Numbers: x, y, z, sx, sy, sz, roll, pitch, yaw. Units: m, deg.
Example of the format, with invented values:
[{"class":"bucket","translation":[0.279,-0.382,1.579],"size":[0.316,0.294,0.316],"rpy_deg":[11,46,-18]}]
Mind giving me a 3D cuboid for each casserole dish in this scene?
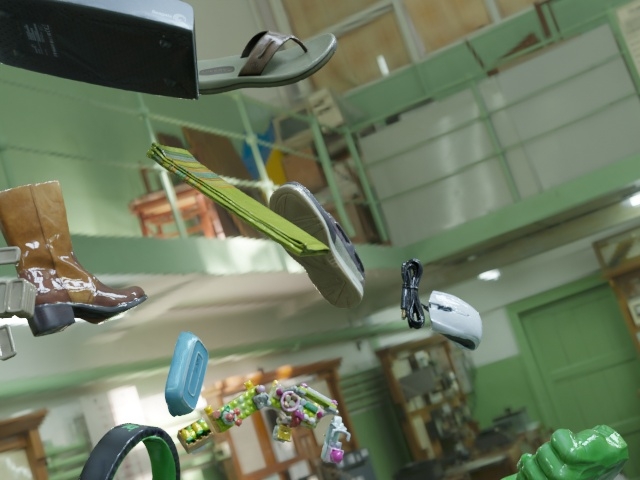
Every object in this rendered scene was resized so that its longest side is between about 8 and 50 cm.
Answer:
[{"class":"casserole dish","translation":[-0.276,0.279,1.969],"size":[0.037,0.188,0.114],"rpy_deg":[-1,-34,17]}]

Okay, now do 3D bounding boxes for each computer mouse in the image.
[{"class":"computer mouse","translation":[0.194,0.109,1.435],"size":[0.193,0.106,0.042],"rpy_deg":[29,-39,-35]}]

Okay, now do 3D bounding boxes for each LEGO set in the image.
[{"class":"LEGO set","translation":[-0.078,0.281,1.501],"size":[0.287,0.132,0.107],"rpy_deg":[10,-18,-24]}]

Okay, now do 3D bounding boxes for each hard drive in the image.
[{"class":"hard drive","translation":[-0.269,-0.247,1.121],"size":[0.255,0.054,0.172],"rpy_deg":[11,-22,0]}]

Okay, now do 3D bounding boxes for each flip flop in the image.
[{"class":"flip flop","translation":[-0.108,-0.319,1.623],"size":[0.277,0.080,0.112],"rpy_deg":[-8,35,5]}]

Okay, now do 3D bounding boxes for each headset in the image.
[{"class":"headset","translation":[-0.278,0.472,1.384],"size":[0.185,0.394,0.243],"rpy_deg":[6,-16,20]}]

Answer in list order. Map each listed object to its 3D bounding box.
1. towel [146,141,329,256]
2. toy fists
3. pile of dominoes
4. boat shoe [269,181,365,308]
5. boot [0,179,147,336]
[{"class":"towel","translation":[-0.098,-0.051,1.153],"size":[0.021,0.237,0.102],"rpy_deg":[-60,-16,12]},{"class":"toy fists","translation":[0.340,0.376,1.429],"size":[0.142,0.096,0.279],"rpy_deg":[-13,-35,-34]},{"class":"pile of dominoes","translation":[-0.598,0.116,1.560],"size":[0.251,0.195,0.040],"rpy_deg":[-6,-23,11]},{"class":"boat shoe","translation":[0.000,0.000,1.758],"size":[0.103,0.285,0.092],"rpy_deg":[-19,29,30]},{"class":"boot","translation":[-0.472,0.024,1.775],"size":[0.264,0.280,0.096],"rpy_deg":[-12,-12,-41]}]
